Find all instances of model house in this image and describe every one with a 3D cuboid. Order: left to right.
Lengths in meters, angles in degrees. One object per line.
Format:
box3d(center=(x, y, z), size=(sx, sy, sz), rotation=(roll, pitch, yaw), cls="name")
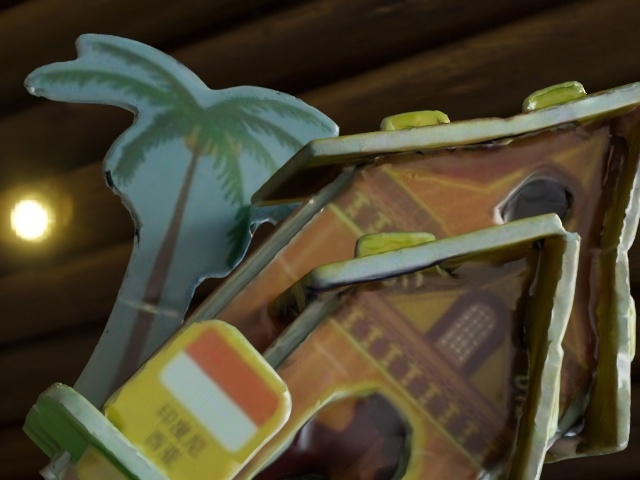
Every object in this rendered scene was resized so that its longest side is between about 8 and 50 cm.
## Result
box3d(center=(0.000, 0.000, 0.662), size=(0.340, 0.300, 0.323), rotation=(45, -107, -2), cls="model house")
